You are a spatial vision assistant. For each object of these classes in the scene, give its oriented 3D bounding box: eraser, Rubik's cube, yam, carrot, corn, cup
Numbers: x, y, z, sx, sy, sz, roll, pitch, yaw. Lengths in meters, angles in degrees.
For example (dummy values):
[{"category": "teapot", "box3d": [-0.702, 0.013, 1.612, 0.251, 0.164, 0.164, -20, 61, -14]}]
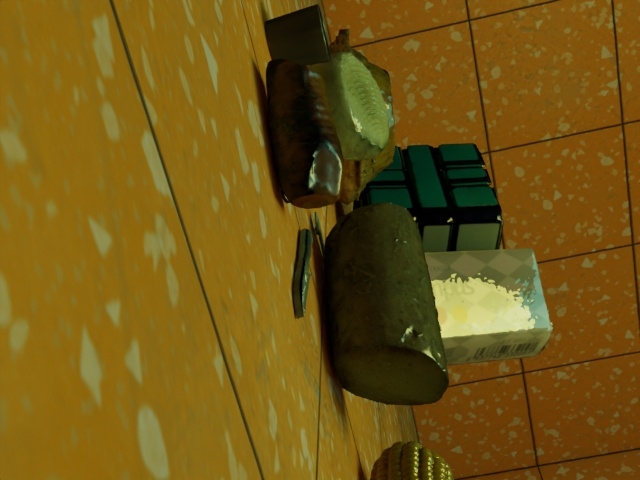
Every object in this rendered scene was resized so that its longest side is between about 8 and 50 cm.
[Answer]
[{"category": "eraser", "box3d": [0.253, 0.131, 1.548, 0.082, 0.396, 0.213, 141, -57, -61]}, {"category": "Rubik's cube", "box3d": [0.216, -0.024, 1.746, 0.289, 0.283, 0.294, -94, -179, -53]}, {"category": "yam", "box3d": [0.085, 0.090, 1.117, 0.161, 0.161, 0.268, 71, 12, -50]}, {"category": "carrot", "box3d": [-0.019, -0.123, 0.922, 0.082, 0.082, 0.173, 56, 27, -74]}, {"category": "corn", "box3d": [0.122, 0.385, 1.048, 0.347, 0.130, 0.130, -78, 156, -68]}, {"category": "cup", "box3d": [-0.031, -0.282, 1.117, 0.100, 0.077, 0.078, -85, 163, -67]}]

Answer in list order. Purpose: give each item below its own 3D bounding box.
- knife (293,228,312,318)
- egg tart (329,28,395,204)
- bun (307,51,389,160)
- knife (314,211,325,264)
[{"category": "knife", "box3d": [-0.019, 0.030, 0.936, 0.210, 0.015, 0.028, -86, 169, -67]}, {"category": "egg tart", "box3d": [0.077, -0.237, 1.578, 0.341, 0.128, 0.342, 178, -90, -89]}, {"category": "bun", "box3d": [0.030, -0.213, 1.326, 0.195, 0.118, 0.196, 47, 33, -44]}, {"category": "knife", "box3d": [0.000, 0.000, 1.194, 0.027, 0.010, 0.096, -92, 171, -50]}]
